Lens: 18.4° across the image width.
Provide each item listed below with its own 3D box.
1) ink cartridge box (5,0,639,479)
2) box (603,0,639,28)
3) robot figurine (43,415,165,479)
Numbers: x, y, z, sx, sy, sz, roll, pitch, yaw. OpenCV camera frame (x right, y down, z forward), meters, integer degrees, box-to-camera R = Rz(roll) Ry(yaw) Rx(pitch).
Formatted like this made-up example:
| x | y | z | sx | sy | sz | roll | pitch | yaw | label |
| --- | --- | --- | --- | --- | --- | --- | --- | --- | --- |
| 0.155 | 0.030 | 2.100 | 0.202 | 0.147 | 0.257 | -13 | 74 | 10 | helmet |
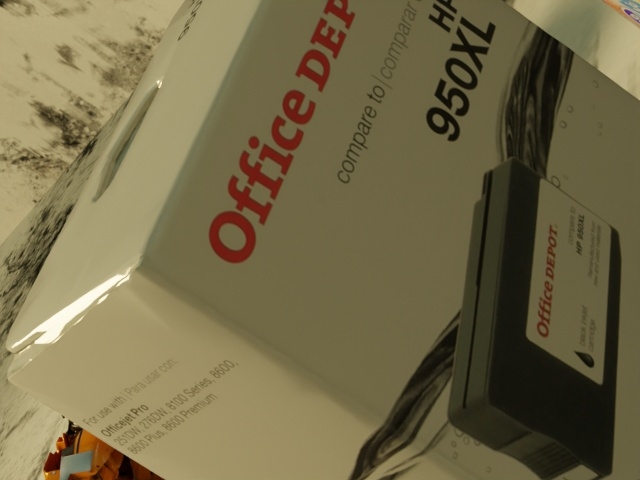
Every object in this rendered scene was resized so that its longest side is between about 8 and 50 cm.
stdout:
| x | y | z | sx | sy | sz | roll | pitch | yaw | label |
| --- | --- | --- | --- | --- | --- | --- | --- | --- | --- |
| 0.072 | 0.038 | 1.065 | 0.166 | 0.395 | 0.285 | -37 | 25 | 50 | ink cartridge box |
| 0.320 | -0.286 | 1.418 | 0.300 | 0.154 | 0.142 | -59 | 16 | -6 | box |
| -0.200 | 0.240 | 1.891 | 0.085 | 0.211 | 0.291 | -10 | 24 | 8 | robot figurine |
